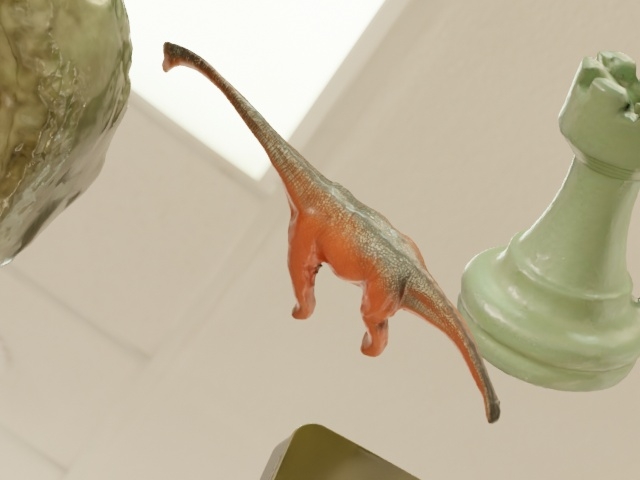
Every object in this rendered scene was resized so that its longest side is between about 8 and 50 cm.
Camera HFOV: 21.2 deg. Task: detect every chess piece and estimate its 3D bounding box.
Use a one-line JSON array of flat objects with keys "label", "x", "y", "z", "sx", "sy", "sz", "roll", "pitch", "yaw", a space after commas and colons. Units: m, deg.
[{"label": "chess piece", "x": 0.258, "y": -0.023, "z": 1.640, "sx": 0.194, "sy": 0.194, "sz": 0.299, "roll": 25, "pitch": -61, "yaw": 14}]

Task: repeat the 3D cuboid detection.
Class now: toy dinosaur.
[{"label": "toy dinosaur", "x": 0.004, "y": -0.003, "z": 0.964, "sx": 0.279, "sy": 0.055, "sz": 0.101, "roll": 37, "pitch": -39, "yaw": 12}]

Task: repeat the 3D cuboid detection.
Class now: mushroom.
[{"label": "mushroom", "x": -0.192, "y": -0.072, "z": 0.918, "sx": 0.164, "sy": 0.267, "sz": 0.189, "roll": 38, "pitch": 15, "yaw": 8}]

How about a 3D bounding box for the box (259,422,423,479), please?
[{"label": "box", "x": 0.022, "y": 0.313, "z": 1.943, "sx": 0.201, "sy": 0.144, "sz": 0.090, "roll": 29, "pitch": -27, "yaw": -11}]
